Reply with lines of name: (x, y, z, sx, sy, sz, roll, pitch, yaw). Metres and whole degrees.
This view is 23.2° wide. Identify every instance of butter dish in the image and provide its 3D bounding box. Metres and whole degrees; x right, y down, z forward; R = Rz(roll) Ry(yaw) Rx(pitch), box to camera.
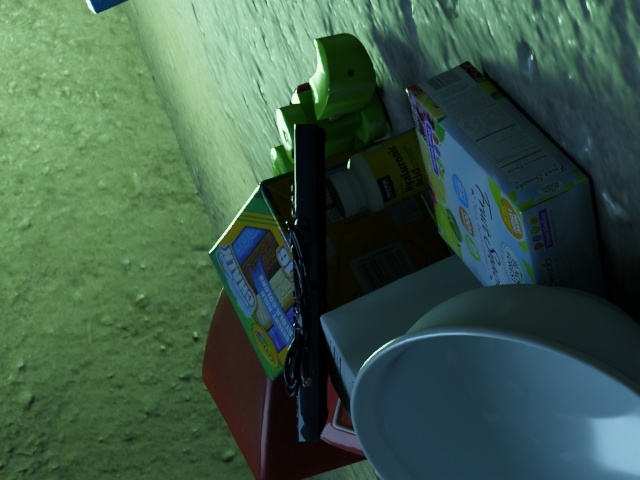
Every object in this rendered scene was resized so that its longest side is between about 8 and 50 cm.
butter dish: (0.097, 0.211, 2.091, 0.160, 0.160, 0.118, 15, -176, 29)

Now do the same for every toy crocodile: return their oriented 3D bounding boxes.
toy crocodile: (0.001, -0.131, 1.810, 0.340, 0.115, 0.105, 107, 144, -73)

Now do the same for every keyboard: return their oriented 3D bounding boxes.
keyboard: (-0.014, 0.043, 1.542, 0.201, 0.033, 0.317, -34, -57, -84)

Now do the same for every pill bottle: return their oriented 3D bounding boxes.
pill bottle: (0.067, -0.067, 1.588, 0.065, 0.116, 0.065, 62, 171, 18)

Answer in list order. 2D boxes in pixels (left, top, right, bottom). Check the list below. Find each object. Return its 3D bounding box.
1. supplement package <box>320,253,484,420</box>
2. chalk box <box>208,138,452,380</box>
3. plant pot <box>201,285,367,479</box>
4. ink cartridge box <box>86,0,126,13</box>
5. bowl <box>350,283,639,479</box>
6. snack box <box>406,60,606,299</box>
supplement package: (0.131, 0.148, 1.545, 0.149, 0.194, 0.203, 82, 161, -59)
chalk box: (-0.002, 0.035, 1.819, 0.179, 0.180, 0.289, 64, 152, 10)
plant pot: (-0.011, 0.151, 2.221, 0.267, 0.267, 0.235, -125, 26, -47)
ink cartridge box: (-0.258, -0.428, 2.198, 0.086, 0.203, 0.148, -140, 27, -74)
bowl: (0.184, 0.132, 1.232, 0.298, 0.134, 0.298, 19, 140, 17)
snack box: (0.159, -0.028, 1.329, 0.207, 0.070, 0.174, 52, 164, 48)
